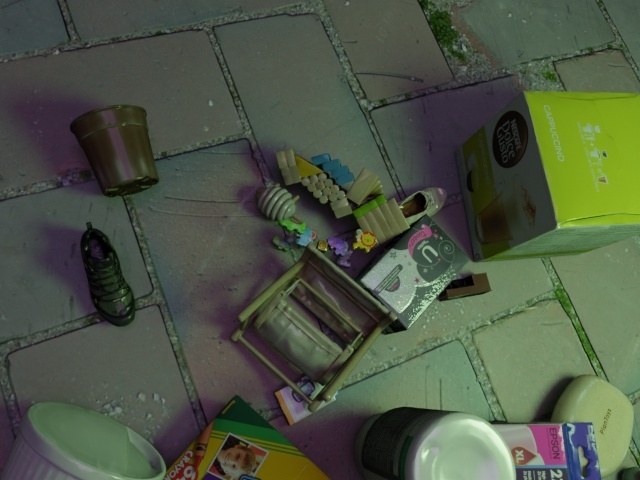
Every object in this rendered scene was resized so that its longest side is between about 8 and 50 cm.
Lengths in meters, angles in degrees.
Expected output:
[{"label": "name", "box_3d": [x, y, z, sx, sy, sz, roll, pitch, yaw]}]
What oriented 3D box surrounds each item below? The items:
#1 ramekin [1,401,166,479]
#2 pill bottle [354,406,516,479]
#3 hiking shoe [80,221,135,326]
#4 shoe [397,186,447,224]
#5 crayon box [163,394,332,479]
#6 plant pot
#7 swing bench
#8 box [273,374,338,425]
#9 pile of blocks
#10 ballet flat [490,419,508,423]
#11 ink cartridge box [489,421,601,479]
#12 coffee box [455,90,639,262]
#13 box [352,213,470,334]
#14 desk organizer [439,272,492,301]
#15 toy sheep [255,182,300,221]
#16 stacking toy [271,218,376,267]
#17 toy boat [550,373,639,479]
[{"label": "ramekin", "box_3d": [-0.430, 0.414, 0.931, 0.273, 0.273, 0.127, 29, 80, -5]}, {"label": "pill bottle", "box_3d": [0.200, 0.439, 1.028, 0.205, 0.361, 0.204, 4, 74, -14]}, {"label": "hiking shoe", "box_3d": [-0.460, 0.076, 1.091, 0.086, 0.114, 0.226, -23, 82, -19]}, {"label": "shoe", "box_3d": [0.253, -0.085, 1.353, 0.219, 0.058, 0.076, -27, 83, -20]}, {"label": "crayon box", "box_3d": [-0.167, 0.534, 0.964, 0.313, 0.106, 0.363, 30, 65, 31]}, {"label": "plant pot", "box_3d": [-0.449, -0.193, 1.155, 0.167, 0.167, 0.165, -18, 87, -19]}, {"label": "swing bench", "box_3d": [-0.017, 0.188, 1.138, 0.253, 0.165, 0.255, 41, 61, 7]}, {"label": "box", "box_3d": [-0.029, 0.350, 1.173, 0.136, 0.028, 0.081, -23, 81, -22]}, {"label": "pile of blocks", "box_3d": [0.059, -0.128, 1.276, 0.362, 0.112, 0.148, 36, 101, 0]}, {"label": "ballet flat", "box_3d": [0.462, 0.528, 1.231, 0.074, 0.074, 0.203, -13, 73, -18]}, {"label": "ink cartridge box", "box_3d": [0.446, 0.506, 1.169, 0.372, 0.069, 0.175, -3, 74, 5]}, {"label": "coffee box", "box_3d": [0.596, -0.150, 1.314, 0.339, 0.334, 0.337, -3, 75, -16]}, {"label": "box", "box_3d": [0.207, 0.082, 1.250, 0.163, 0.142, 0.247, 47, 68, 1]}, {"label": "desk organizer", "box_3d": [0.370, 0.120, 1.333, 0.130, 0.047, 0.050, -7, 74, -17]}, {"label": "toy sheep", "box_3d": [-0.101, -0.088, 1.249, 0.132, 0.091, 0.091, 31, 68, 15]}, {"label": "stacking toy", "box_3d": [0.000, 0.000, 1.205, 0.222, 0.167, 0.052, 15, 71, -9]}, {"label": "toy boat", "box_3d": [0.706, 0.509, 1.273, 0.318, 0.148, 0.267, 40, 64, 7]}]
